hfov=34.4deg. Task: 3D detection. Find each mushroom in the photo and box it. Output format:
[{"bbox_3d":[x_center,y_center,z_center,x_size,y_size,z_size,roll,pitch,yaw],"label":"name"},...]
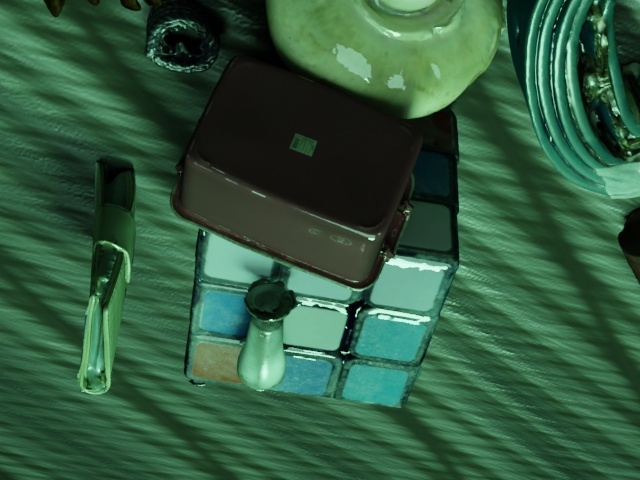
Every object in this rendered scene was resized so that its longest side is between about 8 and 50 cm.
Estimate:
[{"bbox_3d":[0.066,-0.325,1.248,0.315,0.315,0.356,-17,134,16],"label":"mushroom"}]

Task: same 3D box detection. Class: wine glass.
[{"bbox_3d":[-0.072,0.127,1.371,0.072,0.072,0.155,5,135,-5],"label":"wine glass"}]

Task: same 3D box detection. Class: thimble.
[{"bbox_3d":[-0.191,-0.288,1.445,0.104,0.066,0.095,7,136,-11],"label":"thimble"}]

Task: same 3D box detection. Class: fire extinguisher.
[{"bbox_3d":[0.615,0.083,1.792,0.135,0.114,0.337,17,153,48],"label":"fire extinguisher"}]

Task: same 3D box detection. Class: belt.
[{"bbox_3d":[0.415,-0.263,1.394,0.300,0.173,0.436,-13,134,9],"label":"belt"}]

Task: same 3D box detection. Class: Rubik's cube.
[{"bbox_3d":[0.000,0.000,1.526,0.362,0.359,0.363,13,137,-6],"label":"Rubik's cube"}]

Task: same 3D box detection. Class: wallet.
[{"bbox_3d":[-0.334,0.051,1.611,0.077,0.309,0.223,8,133,-13],"label":"wallet"}]

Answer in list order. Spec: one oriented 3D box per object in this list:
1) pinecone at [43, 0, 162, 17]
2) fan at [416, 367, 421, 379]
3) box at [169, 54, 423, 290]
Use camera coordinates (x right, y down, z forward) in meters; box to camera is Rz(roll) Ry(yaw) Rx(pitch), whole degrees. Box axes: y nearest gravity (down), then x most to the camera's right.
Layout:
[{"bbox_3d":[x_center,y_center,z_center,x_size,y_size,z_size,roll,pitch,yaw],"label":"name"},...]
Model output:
[{"bbox_3d":[-0.220,-0.432,1.093,0.398,0.397,0.397,0,135,0],"label":"pinecone"},{"bbox_3d":[0.120,0.273,2.048,0.175,0.005,0.113,-32,127,28],"label":"fan"},{"bbox_3d":[-0.025,-0.083,1.233,0.294,0.193,0.167,22,162,1],"label":"box"}]
